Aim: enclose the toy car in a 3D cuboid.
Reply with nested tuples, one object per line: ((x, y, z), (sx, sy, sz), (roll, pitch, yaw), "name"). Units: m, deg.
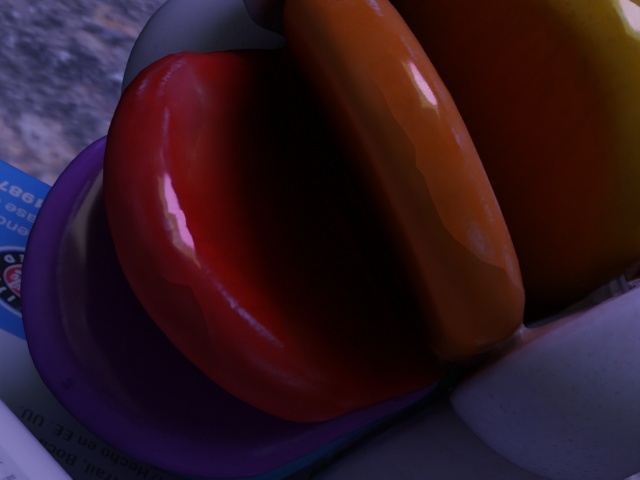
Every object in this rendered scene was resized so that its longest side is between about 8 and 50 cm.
((0.000, 0.000, 0.416), (0.136, 0.182, 0.159), (-23, 80, -32), "toy car")

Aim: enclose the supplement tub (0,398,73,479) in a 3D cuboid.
((-0.082, 0.061, 0.353), (0.107, 0.071, 0.071), (45, 36, 21), "supplement tub")

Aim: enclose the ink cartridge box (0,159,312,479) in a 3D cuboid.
((-0.071, 0.140, 0.441), (0.223, 0.129, 0.307), (29, 34, -6), "ink cartridge box")
